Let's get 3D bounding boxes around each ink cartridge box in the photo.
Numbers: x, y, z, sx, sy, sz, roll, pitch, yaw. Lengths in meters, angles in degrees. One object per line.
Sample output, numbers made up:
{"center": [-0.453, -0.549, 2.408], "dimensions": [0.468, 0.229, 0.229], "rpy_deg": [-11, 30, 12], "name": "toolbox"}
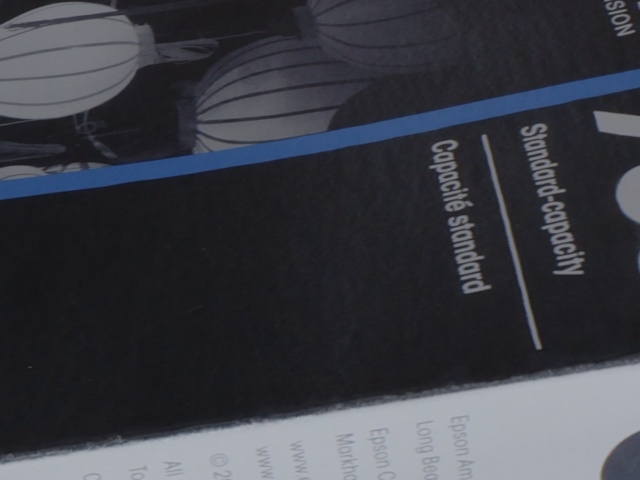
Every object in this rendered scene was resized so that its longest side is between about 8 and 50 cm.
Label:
{"center": [0.000, 0.000, 0.400], "dimensions": [0.332, 0.165, 0.065], "rpy_deg": [-9, 128, -1], "name": "ink cartridge box"}
